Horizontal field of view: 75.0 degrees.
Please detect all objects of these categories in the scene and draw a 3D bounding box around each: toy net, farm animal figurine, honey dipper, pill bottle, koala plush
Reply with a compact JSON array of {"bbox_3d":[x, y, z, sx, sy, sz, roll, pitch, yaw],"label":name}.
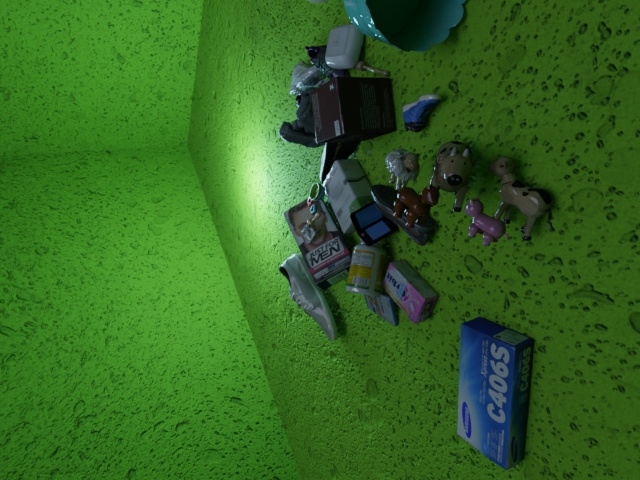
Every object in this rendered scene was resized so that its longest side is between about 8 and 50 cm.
[{"bbox_3d":[-0.042,-0.106,1.586,0.122,0.045,0.232,25,101,57],"label":"toy net"},{"bbox_3d":[0.336,-0.145,0.974,0.327,0.330,0.172,-92,7,-56],"label":"farm animal figurine"},{"bbox_3d":[0.163,-0.548,1.331,0.160,0.030,0.030,43,135,45],"label":"honey dipper"},{"bbox_3d":[0.160,0.080,1.417,0.117,0.117,0.208,-1,77,61],"label":"pill bottle"},{"bbox_3d":[-0.030,-0.488,1.589,0.196,0.203,0.221,-30,52,51],"label":"koala plush"}]

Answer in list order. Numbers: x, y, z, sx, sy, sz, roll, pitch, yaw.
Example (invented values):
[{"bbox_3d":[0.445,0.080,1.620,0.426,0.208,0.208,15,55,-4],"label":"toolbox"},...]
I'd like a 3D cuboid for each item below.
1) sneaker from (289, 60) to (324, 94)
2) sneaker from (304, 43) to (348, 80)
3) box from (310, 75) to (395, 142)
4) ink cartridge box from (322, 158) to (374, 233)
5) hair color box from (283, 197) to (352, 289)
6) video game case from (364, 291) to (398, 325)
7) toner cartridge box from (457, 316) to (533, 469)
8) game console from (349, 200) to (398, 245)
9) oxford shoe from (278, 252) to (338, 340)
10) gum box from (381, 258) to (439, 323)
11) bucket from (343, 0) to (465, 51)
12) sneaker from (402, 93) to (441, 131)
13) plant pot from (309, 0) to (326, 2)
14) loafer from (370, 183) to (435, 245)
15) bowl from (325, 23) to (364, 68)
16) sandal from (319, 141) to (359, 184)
[{"bbox_3d":[-0.064,-0.660,1.645,0.232,0.090,0.115,0,96,60],"label":"sneaker"},{"bbox_3d":[0.018,-0.615,1.495,0.224,0.098,0.083,64,148,27],"label":"sneaker"},{"bbox_3d":[0.102,-0.406,1.310,0.167,0.203,0.169,5,103,61],"label":"box"},{"bbox_3d":[0.107,-0.161,1.499,0.219,0.092,0.160,68,150,23],"label":"ink cartridge box"},{"bbox_3d":[0.000,0.000,1.647,0.347,0.174,0.105,63,-173,27],"label":"hair color box"},{"bbox_3d":[0.210,0.225,1.495,0.166,0.015,0.119,27,141,55],"label":"video game case"},{"bbox_3d":[0.450,0.394,1.092,0.165,0.075,0.348,21,118,59],"label":"toner cartridge box"},{"bbox_3d":[0.175,-0.059,1.364,0.107,0.122,0.071,55,170,37],"label":"game console"},{"bbox_3d":[-0.058,0.261,1.869,0.449,0.130,0.169,58,161,24],"label":"oxford shoe"},{"bbox_3d":[0.284,0.162,1.324,0.188,0.062,0.107,51,141,41],"label":"gum box"},{"bbox_3d":[0.196,-0.611,1.006,0.183,0.281,0.281,-126,36,-51],"label":"bucket"},{"bbox_3d":[0.281,-0.346,1.154,0.152,0.058,0.085,-179,85,-65],"label":"sneaker"},{"bbox_3d":[0.015,-0.887,1.224,0.305,0.333,0.334,-177,78,-72],"label":"plant pot"},{"bbox_3d":[0.240,-0.080,1.294,0.267,0.096,0.084,47,144,41],"label":"loafer"},{"bbox_3d":[0.072,-0.649,1.384,0.142,0.053,0.142,22,103,45],"label":"bowl"},{"bbox_3d":[0.054,-0.327,1.523,0.303,0.120,0.086,114,150,-47],"label":"sandal"}]
